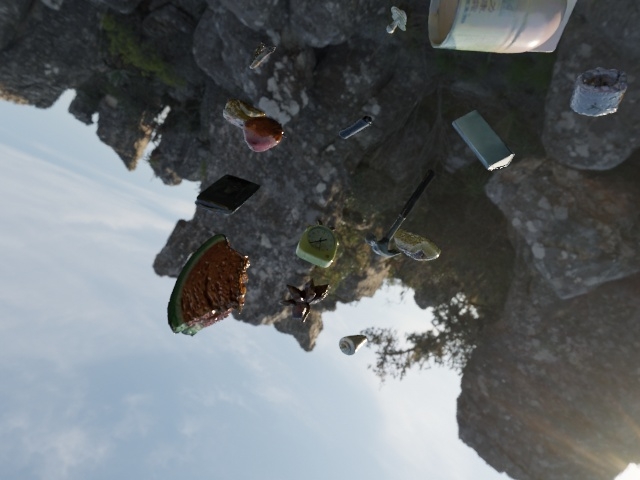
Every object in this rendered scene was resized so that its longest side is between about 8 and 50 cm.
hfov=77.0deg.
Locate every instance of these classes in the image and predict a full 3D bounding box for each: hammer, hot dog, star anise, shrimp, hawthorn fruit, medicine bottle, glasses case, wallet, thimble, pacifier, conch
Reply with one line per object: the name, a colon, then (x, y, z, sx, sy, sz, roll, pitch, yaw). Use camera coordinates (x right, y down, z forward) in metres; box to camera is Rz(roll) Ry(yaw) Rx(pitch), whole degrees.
hammer: (0.210, -0.067, 0.981, 0.103, 0.246, 0.029, 42, 171, -35)
hot dog: (0.333, 0.021, 1.440, 0.084, 0.073, 0.242, 39, 179, -20)
star anise: (-0.056, 0.233, 1.628, 0.196, 0.212, 0.111, -28, -134, -28)
shrimp: (-0.272, -0.904, 1.913, 0.195, 0.147, 0.035, -17, 141, 41)
hawthorn fruit: (-0.127, -0.248, 0.927, 0.094, 0.080, 0.081, -11, -174, 4)
medicine bottle: (0.553, -0.685, 1.193, 0.407, 0.235, 0.235, 0, -169, -6)
glasses case: (0.623, -0.384, 1.556, 0.056, 0.105, 0.265, 51, -166, -57)
wallet: (-0.353, -0.186, 1.554, 0.169, 0.052, 0.245, 16, -143, 12)
thimble: (0.957, -0.513, 1.387, 0.152, 0.127, 0.117, 8, 149, 24)
pacifier: (0.214, -0.631, 1.162, 0.068, 0.064, 0.083, 48, -170, 4)
conch: (0.155, 0.507, 1.982, 0.094, 0.104, 0.176, 2, -168, 32)

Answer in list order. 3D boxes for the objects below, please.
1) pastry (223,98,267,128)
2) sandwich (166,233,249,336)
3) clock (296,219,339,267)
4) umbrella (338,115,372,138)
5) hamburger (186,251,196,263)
pastry: (-0.364, -0.592, 1.909, 0.229, 0.100, 0.219, 24, -179, 44)
sandwich: (-0.232, 0.095, 0.882, 0.159, 0.234, 0.079, -6, 142, 7)
clock: (0.000, 0.000, 1.845, 0.170, 0.231, 0.069, 24, 145, -1)
umbrella: (0.107, -0.353, 1.255, 0.036, 0.031, 0.133, -7, 174, -40)
hamburger: (-0.411, 0.107, 1.344, 0.082, 0.141, 0.126, -8, -143, -22)
